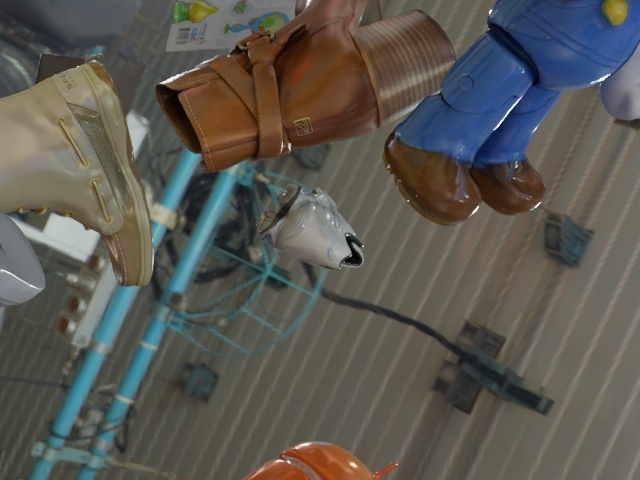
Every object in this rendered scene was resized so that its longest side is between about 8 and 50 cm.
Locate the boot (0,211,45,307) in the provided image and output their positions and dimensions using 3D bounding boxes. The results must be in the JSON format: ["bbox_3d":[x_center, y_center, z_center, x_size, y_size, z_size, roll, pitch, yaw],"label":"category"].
[{"bbox_3d":[-0.288,0.014,0.633,0.123,0.258,0.095,-27,-109,-2],"label":"boot"}]

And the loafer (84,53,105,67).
[{"bbox_3d":[-0.294,-0.154,1.118,0.056,0.050,0.148,-125,-124,-70],"label":"loafer"}]

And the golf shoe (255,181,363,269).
[{"bbox_3d":[0.000,0.000,0.832,0.086,0.176,0.069,38,-82,6],"label":"golf shoe"}]

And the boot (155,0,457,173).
[{"bbox_3d":[-0.035,-0.149,0.826,0.220,0.109,0.283,-22,-143,-10],"label":"boot"}]

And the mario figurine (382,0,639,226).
[{"bbox_3d":[0.172,-0.133,0.543,0.320,0.170,0.198,-60,-176,32],"label":"mario figurine"}]

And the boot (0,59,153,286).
[{"bbox_3d":[-0.294,-0.041,1.008,0.203,0.262,0.095,-21,-147,-23],"label":"boot"}]

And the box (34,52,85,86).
[{"bbox_3d":[-0.368,-0.158,1.373,0.158,0.093,0.156,111,-18,-55],"label":"box"}]

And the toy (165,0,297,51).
[{"bbox_3d":[-0.064,-0.274,1.181,0.237,0.056,0.137,2,-124,7],"label":"toy"}]

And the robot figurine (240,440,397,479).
[{"bbox_3d":[-0.034,0.248,0.766,0.219,0.158,0.128,-31,-143,-27],"label":"robot figurine"}]
